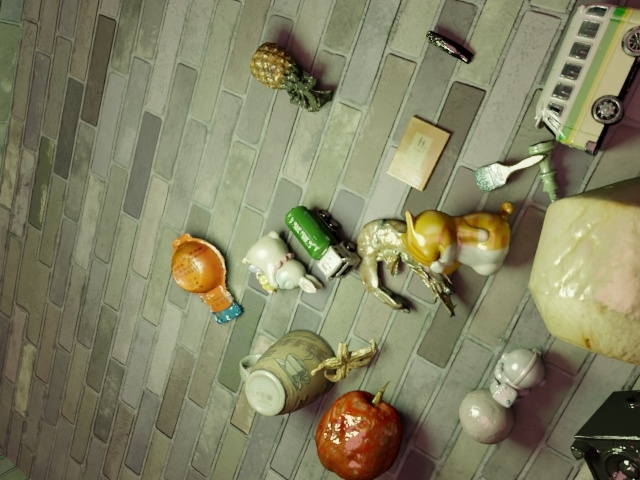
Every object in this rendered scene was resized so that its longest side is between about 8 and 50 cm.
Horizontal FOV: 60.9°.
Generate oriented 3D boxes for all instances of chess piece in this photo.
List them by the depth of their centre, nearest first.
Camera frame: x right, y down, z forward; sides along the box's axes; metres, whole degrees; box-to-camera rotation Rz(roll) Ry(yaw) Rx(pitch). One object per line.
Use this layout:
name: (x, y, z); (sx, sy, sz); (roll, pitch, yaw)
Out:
chess piece: (0.550, -0.165, 1.318); (0.059, 0.059, 0.149); (-14, 97, 29)

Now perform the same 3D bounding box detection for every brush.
brush: (0.470, -0.176, 1.342); (0.196, 0.021, 0.070); (-21, 88, 47)

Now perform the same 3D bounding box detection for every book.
book: (0.264, -0.235, 1.479); (0.118, 0.012, 0.172); (32, 112, 20)

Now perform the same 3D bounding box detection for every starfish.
starfish: (0.073, 0.359, 1.597); (0.210, 0.053, 0.150); (-13, 121, -11)

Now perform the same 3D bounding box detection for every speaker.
speaker: (0.725, 0.482, 1.201); (0.184, 0.254, 0.232); (-27, 85, 53)

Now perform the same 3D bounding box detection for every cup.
cup: (-0.138, 0.408, 1.670); (0.301, 0.257, 0.227); (4, 98, 29)

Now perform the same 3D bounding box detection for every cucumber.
cucumber: (0.328, -0.494, 1.387); (0.135, 0.034, 0.033); (36, 108, 18)

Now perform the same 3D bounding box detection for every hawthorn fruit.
hawthorn fruit: (0.110, 0.563, 1.568); (0.258, 0.258, 0.261); (29, 128, 21)

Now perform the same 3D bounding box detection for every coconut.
coconut: (0.655, 0.048, 1.138); (0.416, 0.345, 0.415); (-2, 84, 15)

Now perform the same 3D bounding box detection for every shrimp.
shrimp: (0.233, 0.094, 1.519); (0.360, 0.085, 0.247); (45, 120, 21)

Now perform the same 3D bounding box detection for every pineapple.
pineapple: (-0.081, -0.464, 1.566); (0.248, 0.128, 0.128); (37, 114, 12)

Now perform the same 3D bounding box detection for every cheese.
cheese: (-0.386, 0.129, 1.825); (0.217, 0.129, 0.329); (-30, 96, 25)

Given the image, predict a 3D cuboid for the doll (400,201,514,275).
doll: (0.347, 0.000, 1.367); (0.270, 0.162, 0.166); (-1, 140, -1)

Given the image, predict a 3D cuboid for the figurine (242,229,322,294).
figurine: (-0.119, 0.101, 1.679); (0.155, 0.127, 0.235); (-43, 81, 8)

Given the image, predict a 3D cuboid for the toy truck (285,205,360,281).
toy truck: (0.000, 0.000, 1.583); (0.101, 0.125, 0.242); (-51, 64, 24)

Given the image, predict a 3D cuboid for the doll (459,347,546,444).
doll: (0.476, 0.393, 1.408); (0.151, 0.151, 0.287); (36, 110, 18)

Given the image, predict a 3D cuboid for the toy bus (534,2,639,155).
toy bus: (0.601, -0.356, 1.206); (0.179, 0.143, 0.305); (26, 111, 24)
